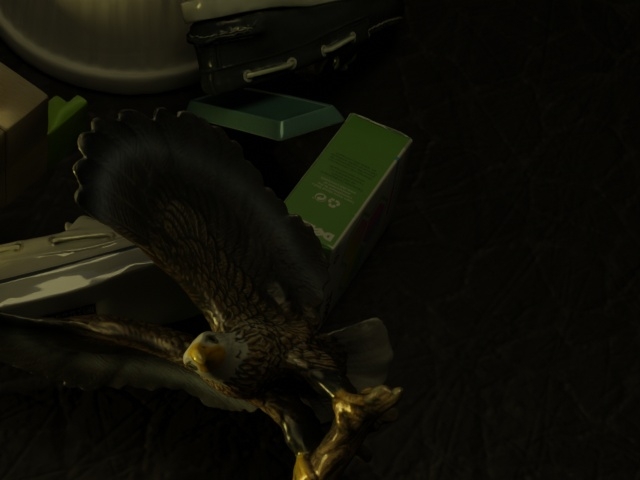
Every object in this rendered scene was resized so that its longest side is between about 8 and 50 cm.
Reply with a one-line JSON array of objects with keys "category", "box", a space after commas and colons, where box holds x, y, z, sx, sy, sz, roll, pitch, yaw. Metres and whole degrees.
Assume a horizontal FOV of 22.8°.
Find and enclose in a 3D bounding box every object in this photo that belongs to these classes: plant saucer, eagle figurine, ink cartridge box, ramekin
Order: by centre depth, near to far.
[{"category": "eagle figurine", "box": [-0.084, 0.067, 1.185, 0.298, 0.225, 0.226, 38, 63, 12]}, {"category": "ink cartridge box", "box": [0.000, 0.000, 1.339, 0.062, 0.109, 0.209, 25, 49, 13]}, {"category": "plant saucer", "box": [-0.054, -0.117, 1.422, 0.067, 0.018, 0.192, -19, 19, -26]}, {"category": "ramekin", "box": [-0.190, -0.278, 1.537, 0.272, 0.127, 0.273, 5, 48, -6]}]

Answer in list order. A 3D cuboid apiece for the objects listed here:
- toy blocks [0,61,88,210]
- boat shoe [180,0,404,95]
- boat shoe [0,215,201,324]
[{"category": "toy blocks", "box": [-0.396, -0.066, 1.182, 0.261, 0.191, 0.381, 35, 57, 14]}, {"category": "boat shoe", "box": [-0.018, -0.194, 1.504, 0.114, 0.091, 0.302, -1, 10, 42]}, {"category": "boat shoe", "box": [-0.188, 0.024, 1.299, 0.267, 0.096, 0.088, -15, 57, -12]}]
